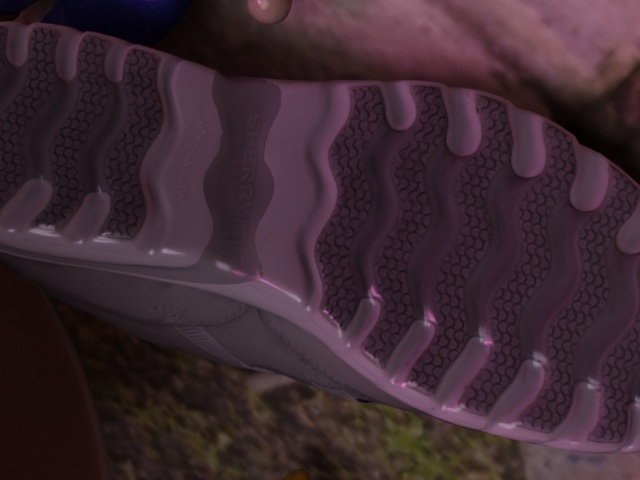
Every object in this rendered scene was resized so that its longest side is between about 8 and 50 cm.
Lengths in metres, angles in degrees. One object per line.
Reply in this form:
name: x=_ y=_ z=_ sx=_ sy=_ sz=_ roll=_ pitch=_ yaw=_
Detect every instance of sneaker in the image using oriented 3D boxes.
sneaker: x=0.000 y=0.000 z=0.622 sx=0.281 sy=0.105 sz=0.115 roll=20 pitch=165 yaw=8

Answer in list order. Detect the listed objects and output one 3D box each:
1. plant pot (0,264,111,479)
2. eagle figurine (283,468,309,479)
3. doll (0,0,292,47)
plant pot: x=-0.258 y=0.089 z=0.614 sx=0.274 sy=0.256 sz=0.256 roll=-32 pitch=96 yaw=18
eagle figurine: x=-0.018 y=0.196 z=0.657 sx=0.298 sy=0.225 sz=0.226 roll=-22 pitch=122 yaw=23
doll: x=-0.058 y=-0.121 z=0.608 sx=0.189 sy=0.046 sz=0.129 roll=-34 pitch=96 yaw=36
